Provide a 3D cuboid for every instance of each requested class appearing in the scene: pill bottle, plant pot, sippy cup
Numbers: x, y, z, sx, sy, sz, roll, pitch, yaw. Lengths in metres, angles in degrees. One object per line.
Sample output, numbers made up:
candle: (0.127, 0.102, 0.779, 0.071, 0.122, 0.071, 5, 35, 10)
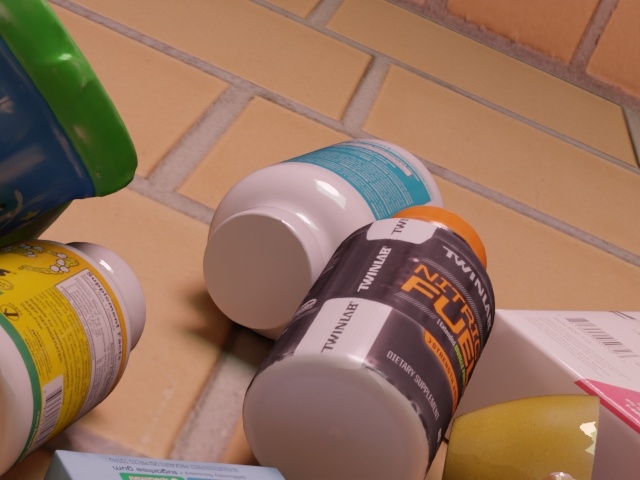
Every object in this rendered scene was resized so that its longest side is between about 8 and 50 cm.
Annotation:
pill bottle: (0.046, 0.068, 1.102, 0.130, 0.130, 0.246, 26, 36, 5)
pill bottle: (-0.185, 0.064, 0.945, 0.117, 0.118, 0.208, 28, 19, 10)
plant pot: (0.131, 0.164, 1.072, 0.095, 0.134, 0.134, 10, 17, 7)
pill bottle: (0.000, 0.000, 1.301, 0.146, 0.146, 0.264, 29, 19, 15)
sippy cup: (-0.271, -0.074, 0.982, 0.305, 0.224, 0.240, 59, -13, -25)

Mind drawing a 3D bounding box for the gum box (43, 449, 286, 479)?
gum box: (-0.055, 0.191, 0.880, 0.157, 0.041, 0.184, 11, 22, -36)

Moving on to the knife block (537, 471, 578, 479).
knife block: (0.121, 0.263, 0.868, 0.088, 0.242, 0.275, 19, -26, -19)

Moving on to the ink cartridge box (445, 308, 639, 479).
ink cartridge box: (0.267, 0.154, 1.254, 0.283, 0.117, 0.207, 3, 28, -46)
